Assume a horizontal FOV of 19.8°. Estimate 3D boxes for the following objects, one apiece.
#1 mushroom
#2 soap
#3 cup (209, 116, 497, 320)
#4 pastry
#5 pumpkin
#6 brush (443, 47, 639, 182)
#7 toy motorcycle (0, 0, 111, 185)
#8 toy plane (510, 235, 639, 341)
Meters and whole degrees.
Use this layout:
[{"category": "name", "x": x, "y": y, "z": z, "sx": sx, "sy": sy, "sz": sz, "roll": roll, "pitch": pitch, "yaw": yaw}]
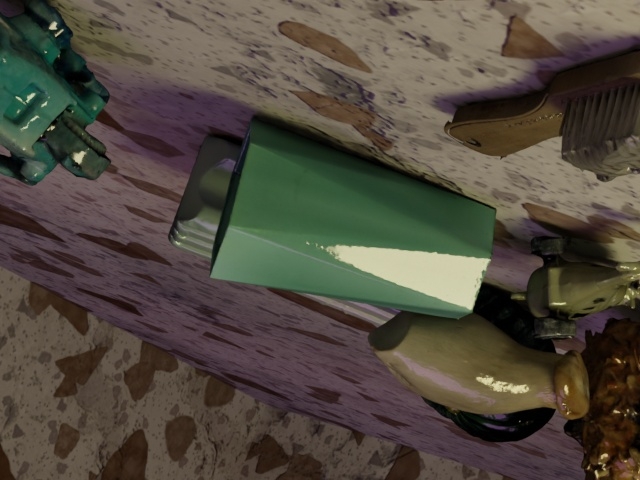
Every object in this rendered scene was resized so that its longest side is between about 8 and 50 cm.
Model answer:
[{"category": "mushroom", "x": 0.147, "y": 0.112, "z": 1.691, "sx": 0.212, "sy": 0.088, "sz": 0.097, "roll": 15, "pitch": 147, "yaw": 11}, {"category": "soap", "x": 0.000, "y": 0.000, "z": 1.809, "sx": 0.289, "sy": 0.095, "sz": 0.173, "roll": 21, "pitch": 169, "yaw": -4}, {"category": "cup", "x": 0.029, "y": -0.004, "z": 1.631, "sx": 0.236, "sy": 0.134, "sz": 0.148, "roll": 18, "pitch": 142, "yaw": -8}, {"category": "pastry", "x": 0.356, "y": 0.193, "z": 1.779, "sx": 0.193, "sy": 0.275, "sz": 0.275, "roll": -24, "pitch": 150, "yaw": 19}, {"category": "pumpkin", "x": 0.175, "y": 0.132, "z": 1.989, "sx": 0.194, "sy": 0.150, "sz": 0.194, "roll": 17, "pitch": 158, "yaw": 7}, {"category": "brush", "x": 0.164, "y": -0.072, "z": 1.237, "sx": 0.070, "sy": 0.065, "sz": 0.327, "roll": 22, "pitch": 171, "yaw": -19}, {"category": "toy motorcycle", "x": -0.285, "y": -0.148, "z": 1.526, "sx": 0.206, "sy": 0.154, "sz": 0.260, "roll": 43, "pitch": 180, "yaw": 44}, {"category": "toy plane", "x": 0.241, "y": 0.037, "z": 1.582, "sx": 0.108, "sy": 0.092, "sz": 0.286, "roll": 0, "pitch": 172, "yaw": -6}]
